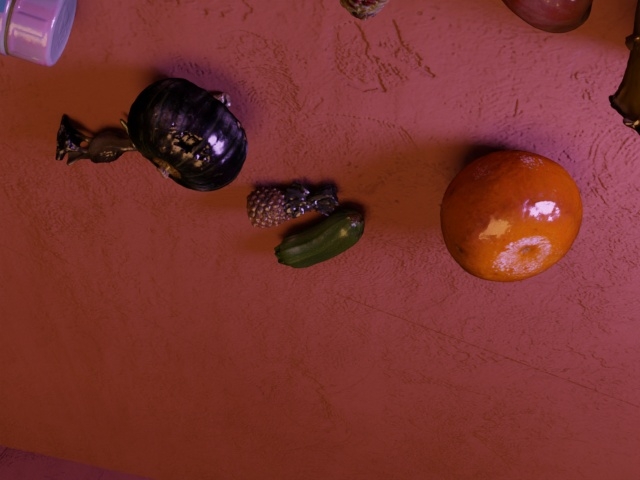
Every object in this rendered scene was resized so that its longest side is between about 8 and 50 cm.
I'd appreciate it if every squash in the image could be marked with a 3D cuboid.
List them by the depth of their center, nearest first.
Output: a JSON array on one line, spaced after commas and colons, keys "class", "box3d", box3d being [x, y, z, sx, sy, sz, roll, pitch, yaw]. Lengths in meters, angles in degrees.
[{"class": "squash", "box3d": [-0.203, -0.162, 1.502, 0.193, 0.156, 0.193, 11, 167, 2]}, {"class": "squash", "box3d": [0.000, 0.000, 1.735, 0.077, 0.068, 0.219, 25, 146, -37]}]

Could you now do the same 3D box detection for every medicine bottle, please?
[{"class": "medicine bottle", "box3d": [-0.440, -0.326, 1.363, 0.168, 0.135, 0.135, 19, 146, -6]}]

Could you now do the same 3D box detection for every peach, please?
[{"class": "peach", "box3d": [0.264, -0.324, 1.128, 0.152, 0.152, 0.152, 10, 146, 7]}]

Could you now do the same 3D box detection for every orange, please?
[{"class": "orange", "box3d": [0.289, -0.041, 1.483, 0.224, 0.170, 0.224, -8, 143, -6]}]

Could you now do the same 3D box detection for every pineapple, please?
[{"class": "pineapple", "box3d": [-0.045, -0.063, 1.667, 0.159, 0.074, 0.074, -9, 140, 18]}]

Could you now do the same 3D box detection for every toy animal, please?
[{"class": "toy animal", "box3d": [-0.367, -0.162, 1.654, 0.202, 0.070, 0.105, -3, 156, 19]}]

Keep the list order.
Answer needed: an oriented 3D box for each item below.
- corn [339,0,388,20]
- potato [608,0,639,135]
[{"class": "corn", "box3d": [0.084, -0.365, 1.163, 0.086, 0.086, 0.253, 19, 148, -7]}, {"class": "potato", "box3d": [0.527, -0.238, 1.068, 0.397, 0.290, 0.296, 2, 120, -16]}]
